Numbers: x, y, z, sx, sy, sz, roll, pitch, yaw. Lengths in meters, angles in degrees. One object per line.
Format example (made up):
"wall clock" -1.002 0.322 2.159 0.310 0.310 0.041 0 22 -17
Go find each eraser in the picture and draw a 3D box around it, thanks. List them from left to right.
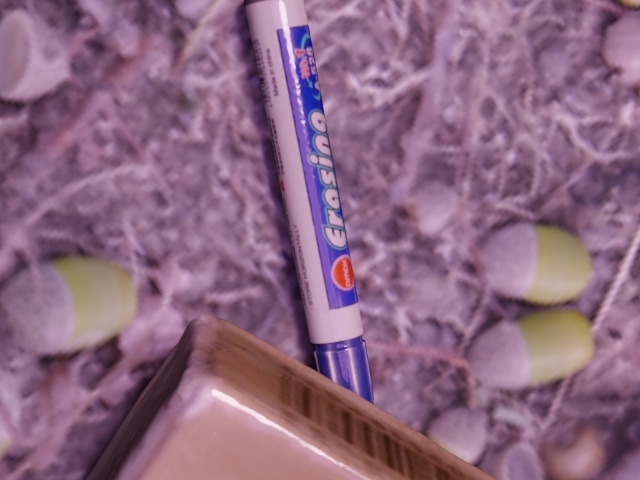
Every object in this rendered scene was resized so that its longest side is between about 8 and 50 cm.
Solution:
"eraser" 0.060 0.178 0.578 0.343 0.078 0.144 31 101 -9

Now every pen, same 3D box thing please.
"pen" 0.000 0.000 0.599 0.025 0.025 0.204 -12 95 -6
